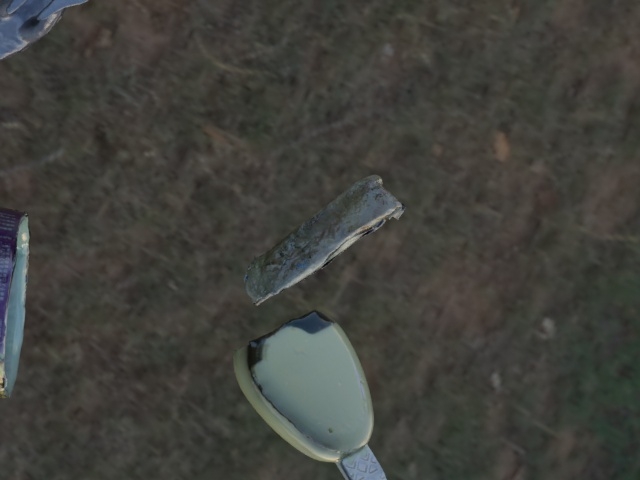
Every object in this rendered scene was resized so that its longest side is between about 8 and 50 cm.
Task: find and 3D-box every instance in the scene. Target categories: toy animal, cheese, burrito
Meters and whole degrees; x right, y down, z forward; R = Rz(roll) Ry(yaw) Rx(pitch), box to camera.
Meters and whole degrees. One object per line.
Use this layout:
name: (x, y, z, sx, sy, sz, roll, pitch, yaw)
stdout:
toy animal: (-0.359, -0.260, 1.766, 0.081, 0.206, 0.367, 46, 56, -21)
cheese: (0.018, 0.195, 1.510, 0.127, 0.251, 0.054, -26, 169, -29)
burrito: (-0.001, -0.001, 1.418, 0.171, 0.051, 0.042, -37, 149, 15)

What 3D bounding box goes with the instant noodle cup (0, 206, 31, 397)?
instant noodle cup: (-0.525, 0.069, 1.962, 0.266, 0.340, 0.340, 5, 112, -7)
